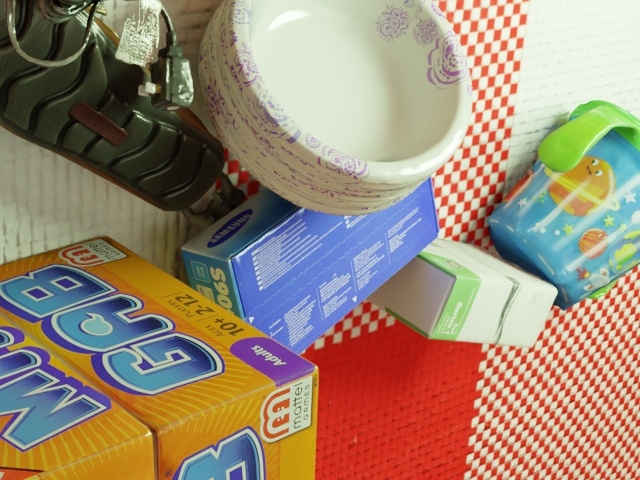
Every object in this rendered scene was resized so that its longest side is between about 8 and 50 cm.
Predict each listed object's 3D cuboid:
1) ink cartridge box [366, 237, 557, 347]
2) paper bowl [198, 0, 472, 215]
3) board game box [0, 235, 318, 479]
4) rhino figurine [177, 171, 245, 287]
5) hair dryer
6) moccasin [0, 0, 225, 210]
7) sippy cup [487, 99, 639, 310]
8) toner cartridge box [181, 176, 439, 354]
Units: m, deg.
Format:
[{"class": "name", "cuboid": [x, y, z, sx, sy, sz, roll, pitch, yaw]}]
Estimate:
[{"class": "ink cartridge box", "cuboid": [0.173, 0.062, 1.744, 0.219, 0.160, 0.093, 10, 106, -45]}, {"class": "paper bowl", "cuboid": [0.006, -0.160, 1.429, 0.284, 0.284, 0.148, -22, 168, -35]}, {"class": "board game box", "cuboid": [-0.252, 0.255, 1.290, 0.356, 0.356, 0.357, -18, 121, -37]}, {"class": "rhino figurine", "cuboid": [-0.118, 0.039, 1.522, 0.106, 0.073, 0.243, -15, 117, -43]}, {"class": "hair dryer", "cuboid": [-0.147, -0.269, 1.175, 0.223, 0.080, 0.294, 22, 76, -56]}, {"class": "moccasin", "cuboid": [-0.235, -0.162, 1.277, 0.139, 0.147, 0.380, -51, 141, 8]}, {"class": "sippy cup", "cuboid": [0.358, -0.033, 1.847, 0.224, 0.240, 0.305, -40, 109, -8]}, {"class": "toner cartridge box", "cuboid": [0.000, 0.000, 1.537, 0.348, 0.075, 0.165, -37, 127, -39]}]
